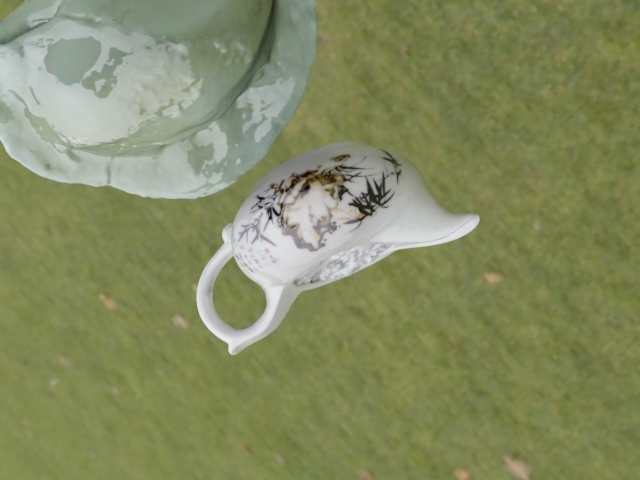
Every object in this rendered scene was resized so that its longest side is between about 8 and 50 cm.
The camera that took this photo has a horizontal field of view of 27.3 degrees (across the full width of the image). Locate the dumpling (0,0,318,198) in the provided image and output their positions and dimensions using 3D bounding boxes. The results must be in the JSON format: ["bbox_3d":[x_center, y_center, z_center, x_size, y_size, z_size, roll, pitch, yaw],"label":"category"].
[{"bbox_3d":[-0.176,-0.182,1.337,0.212,0.320,0.270,10,-103,-78],"label":"dumpling"}]

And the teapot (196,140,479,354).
[{"bbox_3d":[0.000,0.000,1.362,0.166,0.299,0.208,55,-167,5],"label":"teapot"}]
